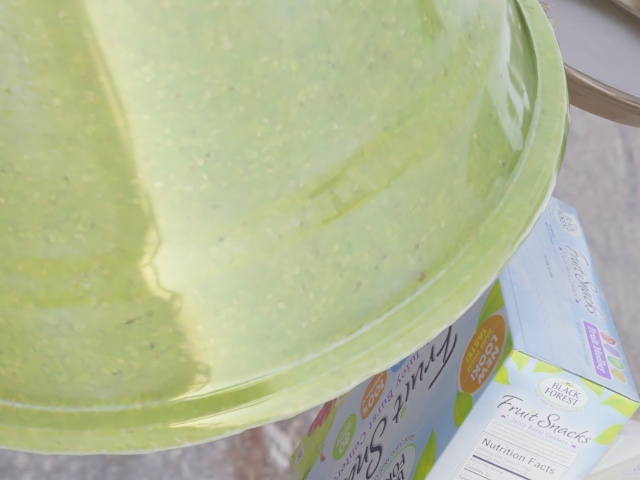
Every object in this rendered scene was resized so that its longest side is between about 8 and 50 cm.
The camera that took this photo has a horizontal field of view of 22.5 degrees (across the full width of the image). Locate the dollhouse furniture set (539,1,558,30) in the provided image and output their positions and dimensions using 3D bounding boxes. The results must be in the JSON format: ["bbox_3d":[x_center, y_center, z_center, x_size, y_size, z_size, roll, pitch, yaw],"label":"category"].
[{"bbox_3d":[0.068,-0.180,1.164,0.212,0.161,0.242,-94,-156,-67],"label":"dollhouse furniture set"}]

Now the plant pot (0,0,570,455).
[{"bbox_3d":[-0.074,-0.121,0.478,0.254,0.276,0.276,74,16,-45],"label":"plant pot"}]

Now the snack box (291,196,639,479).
[{"bbox_3d":[0.059,0.093,0.776,0.174,0.070,0.207,-91,-153,-60],"label":"snack box"}]

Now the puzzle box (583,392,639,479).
[{"bbox_3d":[0.197,0.234,1.358,0.052,0.272,0.409,52,17,24],"label":"puzzle box"}]

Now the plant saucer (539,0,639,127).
[{"bbox_3d":[0.234,-0.181,1.380,0.278,0.278,0.041,-74,-171,-56],"label":"plant saucer"}]
